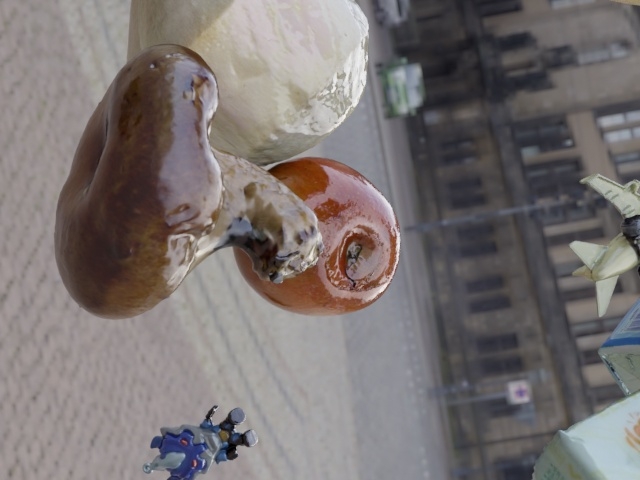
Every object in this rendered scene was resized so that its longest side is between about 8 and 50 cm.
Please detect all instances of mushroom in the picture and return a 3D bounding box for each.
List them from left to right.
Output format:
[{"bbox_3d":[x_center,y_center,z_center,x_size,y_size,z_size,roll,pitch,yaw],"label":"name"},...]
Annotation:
[{"bbox_3d":[-0.161,-0.045,1.318,0.254,0.267,0.267,44,29,-41],"label":"mushroom"}]

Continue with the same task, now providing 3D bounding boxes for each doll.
[{"bbox_3d":[-0.182,0.301,1.904,0.096,0.195,0.070,64,27,1],"label":"doll"}]

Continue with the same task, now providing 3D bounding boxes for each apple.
[{"bbox_3d":[0.000,0.000,1.700,0.235,0.173,0.210,-3,107,-45],"label":"apple"}]

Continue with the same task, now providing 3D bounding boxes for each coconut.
[{"bbox_3d":[-0.107,-0.253,1.624,0.329,0.329,0.328,-10,90,-85],"label":"coconut"}]

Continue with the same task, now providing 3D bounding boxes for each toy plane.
[{"bbox_3d":[0.437,-0.004,1.767,0.092,0.244,0.229,4,-58,64],"label":"toy plane"}]

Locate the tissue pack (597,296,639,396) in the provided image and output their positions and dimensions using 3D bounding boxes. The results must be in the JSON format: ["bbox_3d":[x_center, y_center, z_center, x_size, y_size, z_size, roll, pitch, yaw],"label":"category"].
[{"bbox_3d":[0.559,0.118,1.875,0.198,0.263,0.146,-12,-64,55],"label":"tissue pack"}]

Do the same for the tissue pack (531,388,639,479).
[{"bbox_3d":[0.472,0.347,1.517,0.388,0.287,0.162,51,-33,29],"label":"tissue pack"}]

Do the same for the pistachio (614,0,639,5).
[{"bbox_3d":[0.292,-0.347,1.299,0.229,0.321,0.238,-64,168,-5],"label":"pistachio"}]
